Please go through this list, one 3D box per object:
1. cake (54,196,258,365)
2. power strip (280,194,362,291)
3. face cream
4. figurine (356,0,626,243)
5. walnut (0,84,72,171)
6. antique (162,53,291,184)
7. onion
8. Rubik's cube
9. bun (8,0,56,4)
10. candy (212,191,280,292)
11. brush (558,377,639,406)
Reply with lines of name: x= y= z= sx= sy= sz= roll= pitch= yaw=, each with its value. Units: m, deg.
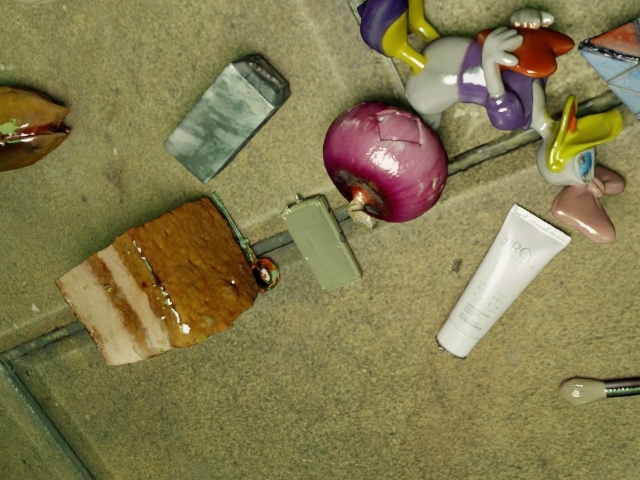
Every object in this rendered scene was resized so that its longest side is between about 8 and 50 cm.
cake: x=-0.273 y=0.082 z=1.039 sx=0.293 sy=0.196 sz=0.198 roll=-24 pitch=99 yaw=34
power strip: x=0.000 y=0.000 z=1.025 sx=0.076 sy=0.028 sz=0.168 roll=-19 pitch=109 yaw=24
face cream: x=0.257 y=0.069 z=0.966 sx=0.092 sy=0.058 sz=0.243 roll=32 pitch=113 yaw=6
figurine: x=0.216 y=-0.175 z=0.805 sx=0.421 sy=0.154 sz=0.193 roll=33 pitch=139 yaw=4
walnut: x=-0.506 y=-0.177 z=1.042 sx=0.246 sy=0.137 sz=0.137 roll=-9 pitch=111 yaw=20
antique: x=-0.130 y=-0.179 z=0.947 sx=0.086 sy=0.088 sz=0.183 roll=44 pitch=119 yaw=-7
onion: x=0.082 y=-0.101 z=0.873 sx=0.153 sy=0.177 sz=0.177 roll=-42 pitch=98 yaw=6
Rubik's cube: x=0.426 y=-0.154 z=0.750 sx=0.211 sy=0.190 sz=0.178 roll=-24 pitch=142 yaw=-1
bun: x=-0.395 y=-0.444 z=0.868 sx=0.260 sy=0.152 sz=0.259 roll=1 pitch=110 yaw=4
candy: x=-0.126 y=0.002 z=1.063 sx=0.056 sy=0.049 sz=0.184 roll=-30 pitch=95 yaw=-5
brush: x=0.508 y=0.213 z=0.969 sx=0.300 sy=0.039 sz=0.042 roll=-9 pitch=115 yaw=17
